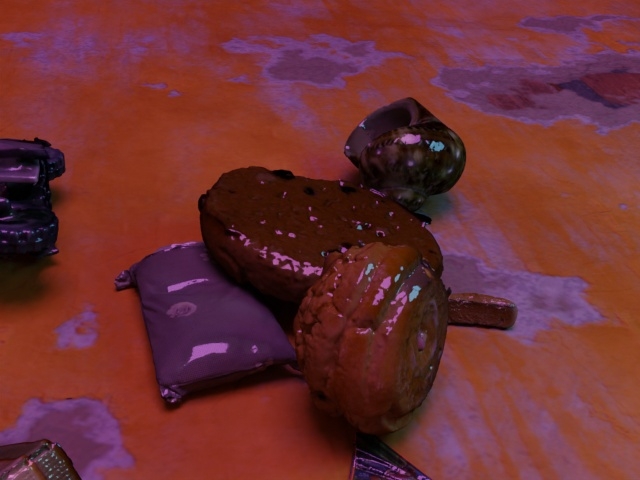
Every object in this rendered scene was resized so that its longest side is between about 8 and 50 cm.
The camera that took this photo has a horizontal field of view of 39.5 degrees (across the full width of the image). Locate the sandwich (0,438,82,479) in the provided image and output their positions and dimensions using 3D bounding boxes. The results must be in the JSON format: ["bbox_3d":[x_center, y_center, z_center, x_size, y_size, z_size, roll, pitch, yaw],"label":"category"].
[{"bbox_3d":[-0.249,0.227,0.698,0.163,0.113,0.079,-18,12,42],"label":"sandwich"}]

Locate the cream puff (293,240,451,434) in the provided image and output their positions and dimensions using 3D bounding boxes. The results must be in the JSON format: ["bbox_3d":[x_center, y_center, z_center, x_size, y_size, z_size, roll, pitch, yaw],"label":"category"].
[{"bbox_3d":[0.042,0.080,0.832,0.129,0.189,0.189,11,30,22],"label":"cream puff"}]

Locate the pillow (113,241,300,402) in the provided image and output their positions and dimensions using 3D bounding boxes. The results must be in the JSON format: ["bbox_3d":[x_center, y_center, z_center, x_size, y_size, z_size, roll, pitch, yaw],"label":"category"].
[{"bbox_3d":[-0.120,0.068,0.951,0.169,0.059,0.255,-5,30,-21],"label":"pillow"}]

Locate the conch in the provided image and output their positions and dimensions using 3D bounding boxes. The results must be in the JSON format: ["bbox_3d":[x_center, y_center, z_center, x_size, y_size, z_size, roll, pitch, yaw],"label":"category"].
[{"bbox_3d":[0.112,-0.109,1.233,0.187,0.124,0.181,-2,29,42],"label":"conch"}]

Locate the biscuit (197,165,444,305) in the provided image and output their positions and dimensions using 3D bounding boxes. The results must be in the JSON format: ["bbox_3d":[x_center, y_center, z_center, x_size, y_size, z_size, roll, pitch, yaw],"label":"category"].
[{"bbox_3d":[0.000,0.002,1.038,0.296,0.075,0.296,12,26,-6],"label":"biscuit"}]

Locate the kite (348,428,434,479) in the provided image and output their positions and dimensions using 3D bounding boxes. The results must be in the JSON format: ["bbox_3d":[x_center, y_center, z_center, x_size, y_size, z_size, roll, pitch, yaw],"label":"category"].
[{"bbox_3d":[0.053,0.233,0.725,0.183,0.014,0.241,7,31,9],"label":"kite"}]

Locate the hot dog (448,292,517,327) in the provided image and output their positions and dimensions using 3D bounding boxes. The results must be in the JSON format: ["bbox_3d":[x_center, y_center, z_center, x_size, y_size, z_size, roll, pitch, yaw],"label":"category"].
[{"bbox_3d":[0.174,0.076,0.997,0.090,0.030,0.034,4,21,1],"label":"hot dog"}]

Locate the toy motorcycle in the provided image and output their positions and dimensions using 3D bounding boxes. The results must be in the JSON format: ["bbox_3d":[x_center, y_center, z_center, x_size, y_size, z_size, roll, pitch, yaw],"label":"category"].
[{"bbox_3d":[-0.404,-0.056,1.058,0.188,0.143,0.327,-4,23,-12],"label":"toy motorcycle"}]
